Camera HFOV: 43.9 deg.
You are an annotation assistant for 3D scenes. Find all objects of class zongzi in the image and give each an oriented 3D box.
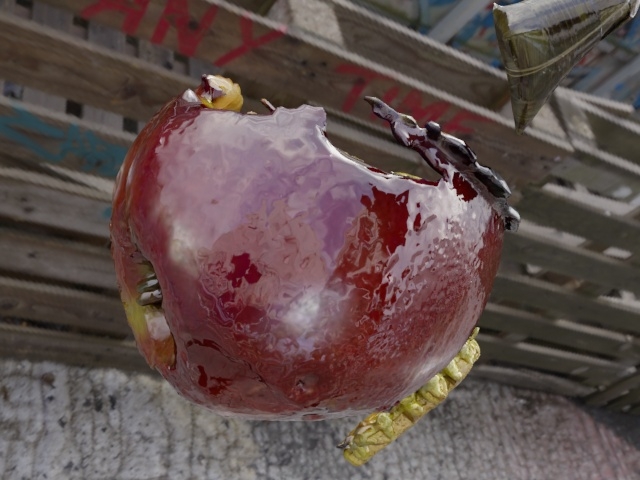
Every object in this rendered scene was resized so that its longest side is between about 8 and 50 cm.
[{"bbox_3d":[0.319,-0.236,0.998,0.084,0.187,0.184,-104,173,-49],"label":"zongzi"}]

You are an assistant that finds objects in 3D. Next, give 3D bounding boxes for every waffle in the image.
[{"bbox_3d":[0.157,0.253,1.301,0.062,0.329,0.329,48,42,12],"label":"waffle"}]

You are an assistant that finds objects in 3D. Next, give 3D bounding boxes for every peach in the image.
[{"bbox_3d":[0.000,0.000,0.811,0.417,0.353,0.339,-24,36,-32],"label":"peach"}]
